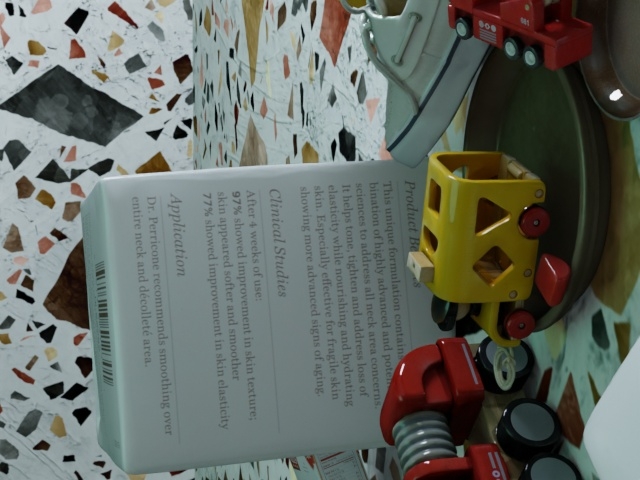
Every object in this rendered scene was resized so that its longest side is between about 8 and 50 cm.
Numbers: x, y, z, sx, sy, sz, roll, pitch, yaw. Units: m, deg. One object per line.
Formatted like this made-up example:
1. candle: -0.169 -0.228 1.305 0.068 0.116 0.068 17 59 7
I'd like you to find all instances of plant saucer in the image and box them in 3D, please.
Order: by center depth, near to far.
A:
1. plant saucer: 0.248 -0.178 0.994 0.168 0.029 0.169 176 90 -75
2. plant saucer: 0.199 -0.054 1.183 0.278 0.041 0.278 177 90 -76

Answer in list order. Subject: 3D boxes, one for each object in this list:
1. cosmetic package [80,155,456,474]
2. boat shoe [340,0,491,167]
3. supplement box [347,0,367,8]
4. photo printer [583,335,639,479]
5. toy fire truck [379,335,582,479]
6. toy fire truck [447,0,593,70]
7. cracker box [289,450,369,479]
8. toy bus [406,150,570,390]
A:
1. cosmetic package: -0.073 0.087 1.542 0.327 0.393 0.330 163 103 -75
2. boat shoe: 0.094 -0.221 1.237 0.136 0.156 0.367 -61 -4 -34
3. supplement box: 0.051 -0.375 1.388 0.194 0.129 0.191 -61 28 23
4. photo printer: 0.282 0.081 0.659 0.308 0.107 0.256 -65 29 30
5. toy fire truck: 0.093 0.219 1.228 0.158 0.246 0.217 104 157 -47
6. toy fire truck: 0.174 -0.213 1.030 0.192 0.047 0.135 35 141 46
7. cracker box: 0.032 0.371 1.725 0.155 0.067 0.232 157 93 -75
8. toy bus: 0.134 0.017 1.153 0.191 0.104 0.202 119 147 -62
